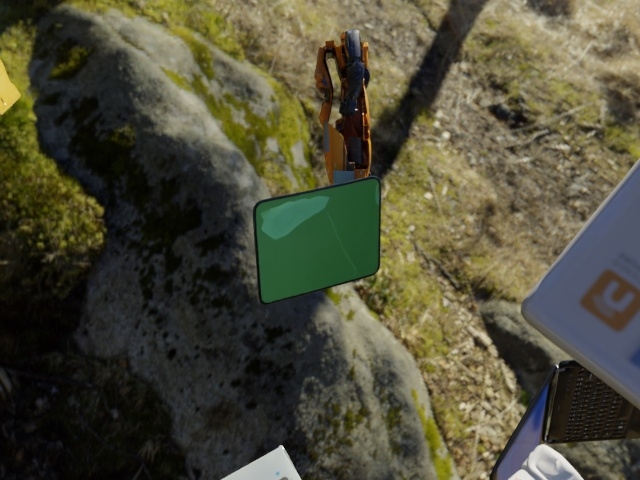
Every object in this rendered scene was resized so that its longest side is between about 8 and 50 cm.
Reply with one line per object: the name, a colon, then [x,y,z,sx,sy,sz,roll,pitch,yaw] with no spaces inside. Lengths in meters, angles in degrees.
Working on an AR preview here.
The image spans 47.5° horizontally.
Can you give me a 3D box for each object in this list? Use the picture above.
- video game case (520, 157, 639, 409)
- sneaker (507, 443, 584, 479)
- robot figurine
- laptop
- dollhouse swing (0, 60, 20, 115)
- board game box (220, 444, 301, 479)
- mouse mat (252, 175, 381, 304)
video game case: [0.290,0.011,0.233,0.329,0.300,0.036,40,5,22]
sneaker: [0.202,0.303,0.701,0.115,0.232,0.090,-26,28,-12]
robot figurine: [0.035,-0.177,1.121,0.085,0.211,0.291,-2,93,1]
laptop: [0.329,0.255,0.886,0.264,0.234,0.136,-6,52,8]
dollhouse swing: [-0.721,-0.287,1.140,0.305,0.347,0.315,-31,23,-3]
board game box: [-0.151,0.381,0.827,0.303,0.224,0.097,-25,60,-17]
mouse mat: [0.000,0.000,0.968,0.190,0.152,0.007,-13,28,-24]
